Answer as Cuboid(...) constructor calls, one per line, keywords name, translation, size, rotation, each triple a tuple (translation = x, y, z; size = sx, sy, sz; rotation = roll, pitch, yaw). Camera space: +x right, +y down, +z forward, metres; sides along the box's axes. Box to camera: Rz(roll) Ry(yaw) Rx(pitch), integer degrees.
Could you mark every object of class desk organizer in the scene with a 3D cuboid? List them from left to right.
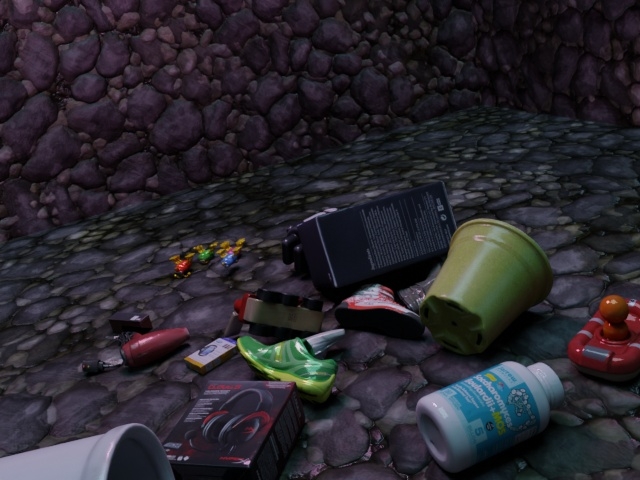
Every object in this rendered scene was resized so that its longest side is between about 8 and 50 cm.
Cuboid(name="desk organizer", translation=(-0.582, 0.254, 1.968), size=(0.130, 0.050, 0.047), rotation=(0, 24, 27))

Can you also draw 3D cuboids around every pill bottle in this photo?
Cuboid(name="pill bottle", translation=(0.324, 0.319, 1.210), size=(0.264, 0.146, 0.146), rotation=(-19, 23, -17))

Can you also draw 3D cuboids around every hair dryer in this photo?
Cuboid(name="hair dryer", translation=(-0.513, 0.283, 1.822), size=(0.294, 0.080, 0.223), rotation=(-6, 21, 12))

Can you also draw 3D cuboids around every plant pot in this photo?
Cuboid(name="plant pot", translation=(0.378, 0.131, 1.552), size=(0.276, 0.276, 0.254), rotation=(9, 42, 42))

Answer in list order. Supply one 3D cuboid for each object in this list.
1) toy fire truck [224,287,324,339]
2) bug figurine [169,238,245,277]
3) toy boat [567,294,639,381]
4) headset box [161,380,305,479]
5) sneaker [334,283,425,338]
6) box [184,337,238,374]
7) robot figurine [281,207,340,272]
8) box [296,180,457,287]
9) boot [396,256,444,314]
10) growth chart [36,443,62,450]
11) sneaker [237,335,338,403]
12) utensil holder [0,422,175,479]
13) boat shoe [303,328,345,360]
Cuboid(name="toy fire truck", translation=(-0.143, 0.210, 1.727), size=(0.217, 0.158, 0.246), rotation=(14, -4, -34))
Cuboid(name="bug figurine", translation=(-0.389, 0.064, 2.318), size=(0.279, 0.072, 0.216), rotation=(-8, 15, 22))
Cuboid(name="toy boat", translation=(0.634, 0.186, 1.379), size=(0.151, 0.151, 0.231), rotation=(11, 31, 44))
Cuboid(name="headset box", translation=(-0.174, 0.398, 1.318), size=(0.218, 0.110, 0.293), rotation=(-4, 23, 20))
Cuboid(name="sneaker", translation=(0.181, 0.178, 1.714), size=(0.270, 0.090, 0.145), rotation=(3, 28, 38))
Cuboid(name="box", translation=(-0.286, 0.306, 1.722), size=(0.136, 0.028, 0.081), rotation=(-26, 25, -38))
Cuboid(name="robot figurine", translation=(-0.001, -0.003, 2.141), size=(0.278, 0.209, 0.173), rotation=(-28, -9, -36))
Cuboid(name="box", translation=(0.164, -0.011, 1.918), size=(0.396, 0.211, 0.293), rotation=(-17, 0, -14))
Cuboid(name="boot", translation=(0.287, 0.127, 1.811), size=(0.161, 0.083, 0.246), rotation=(-17, 20, 3))
Cuboid(name="growth chart", translation=(-0.564, 0.496, 1.394), size=(0.238, 0.021, 0.172), rotation=(-12, 21, 0))
Cuboid(name="sneaker", translation=(-0.077, 0.289, 1.523), size=(0.296, 0.109, 0.123), rotation=(17, 57, 37))
Cuboid(name="utensil holder", translation=(-0.439, 0.480, 0.969), size=(0.386, 0.327, 0.327), rotation=(-13, 21, 3))
Cuboid(name="boat shoe", translation=(-0.019, 0.276, 1.612), size=(0.184, 0.063, 0.066), rotation=(-20, -1, -16))
